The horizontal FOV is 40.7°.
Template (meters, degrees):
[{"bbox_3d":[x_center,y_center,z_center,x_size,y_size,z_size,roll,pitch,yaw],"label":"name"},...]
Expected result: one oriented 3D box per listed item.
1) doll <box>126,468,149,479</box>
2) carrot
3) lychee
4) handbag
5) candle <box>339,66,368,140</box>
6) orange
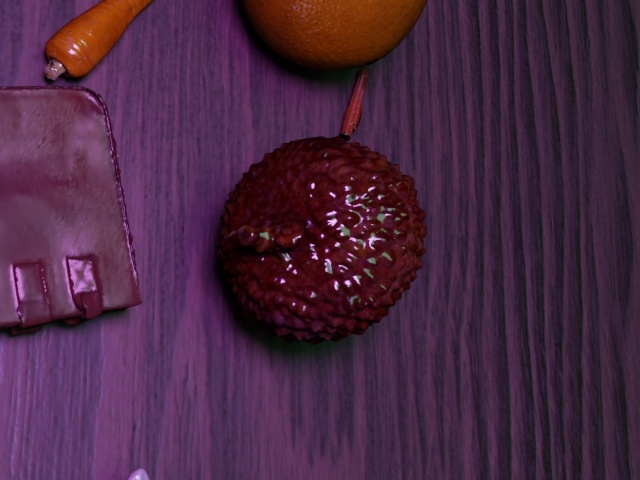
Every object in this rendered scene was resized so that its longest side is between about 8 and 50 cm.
[{"bbox_3d":[-0.196,0.335,0.951,0.241,0.099,0.135,22,43,-30],"label":"doll"},{"bbox_3d":[-0.262,-0.285,1.101,0.061,0.061,0.256,47,54,-15],"label":"carrot"},{"bbox_3d":[0.000,0.000,1.076,0.300,0.264,0.264,-3,78,-55],"label":"lychee"},{"bbox_3d":[-0.344,-0.032,0.957,0.260,0.084,0.275,-10,83,-37],"label":"handbag"},{"bbox_3d":[0.059,-0.228,1.330,0.026,0.021,0.167,19,67,-8],"label":"candle"},{"bbox_3d":[0.016,-0.366,1.187,0.274,0.274,0.274,10,72,-33],"label":"orange"}]
